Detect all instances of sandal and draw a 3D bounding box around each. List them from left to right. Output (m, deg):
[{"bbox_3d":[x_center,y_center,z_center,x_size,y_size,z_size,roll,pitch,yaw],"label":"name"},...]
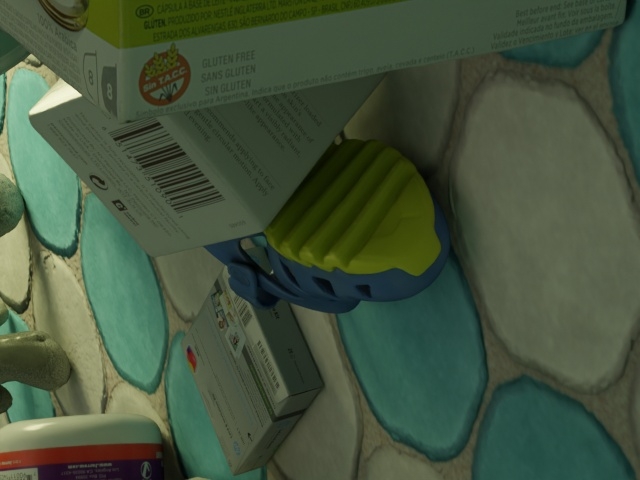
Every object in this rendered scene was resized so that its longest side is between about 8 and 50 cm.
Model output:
[{"bbox_3d":[0.000,0.000,1.436,0.317,0.126,0.138,17,144,57],"label":"sandal"}]

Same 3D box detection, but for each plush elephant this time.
[{"bbox_3d":[-0.477,0.113,2.271,0.255,0.330,0.272,123,123,-79],"label":"plush elephant"}]

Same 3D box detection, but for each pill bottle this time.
[{"bbox_3d":[-0.246,0.346,1.929,0.181,0.181,0.323,159,108,-64],"label":"pill bottle"}]

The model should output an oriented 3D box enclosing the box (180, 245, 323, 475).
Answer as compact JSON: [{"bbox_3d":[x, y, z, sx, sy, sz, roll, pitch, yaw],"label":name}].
[{"bbox_3d":[-0.066,0.112,1.684,0.145,0.038,0.186,66,151,21],"label":"box"}]

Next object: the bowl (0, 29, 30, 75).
[{"bbox_3d":[-0.394,-0.251,1.922,0.311,0.311,0.163,20,142,59],"label":"bowl"}]

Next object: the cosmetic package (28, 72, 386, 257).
[{"bbox_3d":[-0.082,-0.109,1.368,0.151,0.183,0.151,-13,123,51],"label":"cosmetic package"}]

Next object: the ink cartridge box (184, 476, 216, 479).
[{"bbox_3d":[-0.095,0.326,1.768,0.237,0.100,0.172,-6,97,63],"label":"ink cartridge box"}]

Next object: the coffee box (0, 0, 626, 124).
[{"bbox_3d":[-0.038,-0.302,1.091,0.337,0.338,0.334,37,134,51],"label":"coffee box"}]
